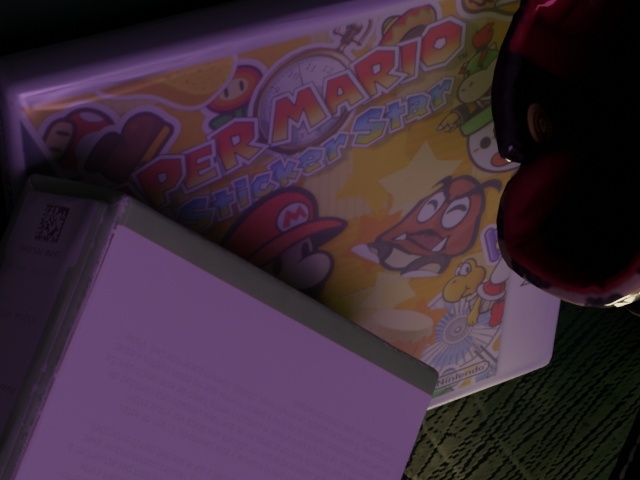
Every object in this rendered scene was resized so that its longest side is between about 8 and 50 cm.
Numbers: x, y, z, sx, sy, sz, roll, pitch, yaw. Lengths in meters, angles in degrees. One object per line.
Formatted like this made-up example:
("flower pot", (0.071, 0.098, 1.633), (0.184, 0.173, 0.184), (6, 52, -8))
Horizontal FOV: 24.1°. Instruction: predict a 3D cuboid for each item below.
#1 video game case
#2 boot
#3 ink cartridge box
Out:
("video game case", (0.000, 0.000, 0.552), (0.227, 0.026, 0.206), (-17, 132, -23))
("boot", (0.163, 0.018, 0.575), (0.284, 0.138, 0.377), (14, 114, -48))
("ink cartridge box", (-0.060, 0.120, 0.473), (0.171, 0.056, 0.235), (32, 74, -47))
